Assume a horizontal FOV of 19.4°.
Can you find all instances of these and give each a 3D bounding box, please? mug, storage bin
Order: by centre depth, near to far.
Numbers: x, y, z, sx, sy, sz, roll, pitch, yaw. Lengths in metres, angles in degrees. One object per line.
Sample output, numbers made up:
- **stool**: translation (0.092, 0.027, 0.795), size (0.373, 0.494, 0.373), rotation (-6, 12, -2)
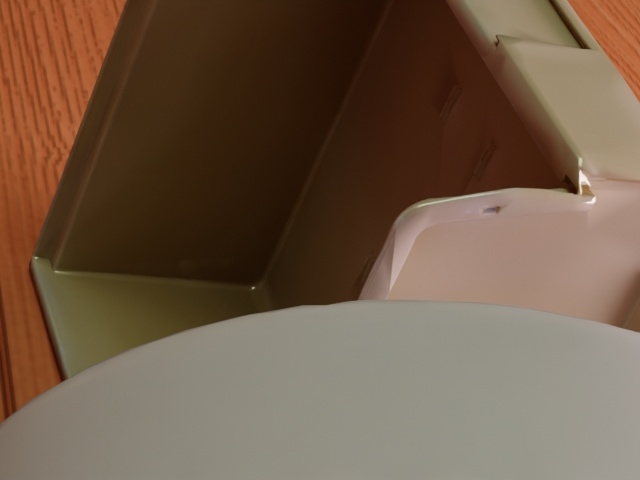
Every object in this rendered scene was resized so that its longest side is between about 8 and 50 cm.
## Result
- **mug**: translation (0.053, 0.249, 0.456), size (0.374, 0.276, 0.328), rotation (36, 37, -32)
- **storage bin**: translation (0.000, 0.000, 0.749), size (0.123, 0.260, 0.262), rotation (7, 36, -26)
